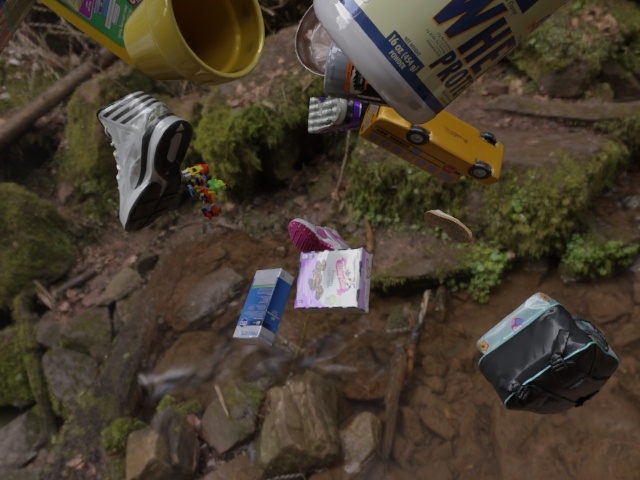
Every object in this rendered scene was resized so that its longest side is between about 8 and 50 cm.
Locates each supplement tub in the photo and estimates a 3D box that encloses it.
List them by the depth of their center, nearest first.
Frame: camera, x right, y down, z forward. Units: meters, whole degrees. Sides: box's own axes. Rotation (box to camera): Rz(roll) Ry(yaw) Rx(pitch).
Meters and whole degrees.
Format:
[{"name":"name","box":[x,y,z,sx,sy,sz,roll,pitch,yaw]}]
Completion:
[{"name":"supplement tub","box":[0.176,-0.338,0.706,0.325,0.235,0.235,-40,31,19]},{"name":"supplement tub","box":[0.109,-0.325,1.065,0.190,0.117,0.117,11,40,6]}]

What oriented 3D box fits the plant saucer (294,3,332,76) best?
[{"name":"plant saucer","box":[0.082,-0.549,1.439,0.310,0.050,0.311,-9,65,20]}]

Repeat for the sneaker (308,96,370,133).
[{"name":"sneaker","box":[0.062,-0.342,1.504,0.146,0.102,0.293,1,10,-20]}]

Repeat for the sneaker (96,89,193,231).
[{"name":"sneaker","box":[-0.550,-0.247,1.629,0.257,0.448,0.169,43,37,13]}]

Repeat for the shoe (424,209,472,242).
[{"name":"shoe","box":[0.474,-0.059,1.986,0.058,0.077,0.219,-15,35,-31]}]

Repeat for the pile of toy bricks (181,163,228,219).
[{"name":"pile of toy bricks","box":[-0.336,-0.158,1.678,0.105,0.118,0.212,-26,38,-17]}]

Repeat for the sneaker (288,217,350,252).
[{"name":"sneaker","box":[0.000,0.000,1.951,0.252,0.103,0.111,35,33,-5]}]

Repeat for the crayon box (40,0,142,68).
[{"name":"crayon box","box":[-0.503,-0.646,1.285,0.313,0.363,0.106,34,50,-9]}]

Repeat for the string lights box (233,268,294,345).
[{"name":"string lights box","box":[-0.198,0.231,1.902,0.133,0.076,0.260,-7,55,42]}]

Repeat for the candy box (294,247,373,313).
[{"name":"candy box","box":[0.036,0.111,1.477,0.196,0.070,0.165,-5,68,31]}]

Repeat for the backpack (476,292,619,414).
[{"name":"backpack","box":[0.343,0.177,0.819,0.166,0.188,0.144,-48,37,20]}]

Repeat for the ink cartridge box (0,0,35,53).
[{"name":"ink cartridge box","box":[-0.443,-0.314,0.718,0.176,0.069,0.371,-58,26,-4]}]

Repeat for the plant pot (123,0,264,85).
[{"name":"plant pot","box":[-0.291,-0.451,1.177,0.238,0.254,0.254,-3,35,40]}]

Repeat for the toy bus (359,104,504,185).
[{"name":"toy bus","box":[0.270,-0.236,1.302,0.332,0.130,0.108,25,63,-15]}]
